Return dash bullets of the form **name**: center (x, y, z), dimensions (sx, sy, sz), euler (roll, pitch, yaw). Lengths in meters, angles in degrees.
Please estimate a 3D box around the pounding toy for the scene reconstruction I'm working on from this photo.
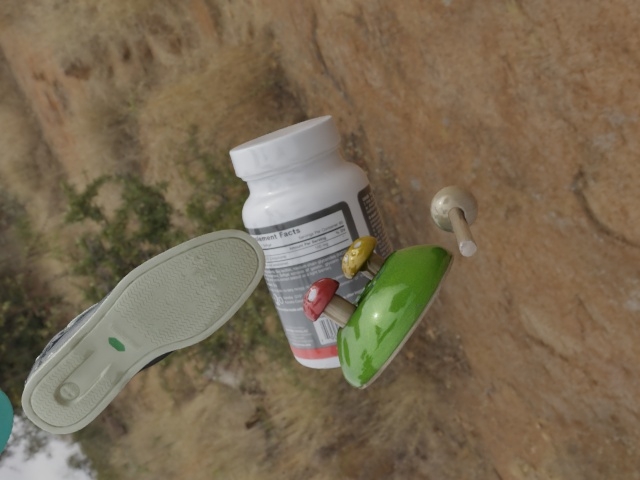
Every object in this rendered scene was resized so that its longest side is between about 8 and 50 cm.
- **pounding toy**: center (0.064, 0.038, 0.950), dimensions (0.110, 0.237, 0.183), euler (34, -157, 0)

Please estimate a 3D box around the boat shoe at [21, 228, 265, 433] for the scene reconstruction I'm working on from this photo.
- **boat shoe**: center (-0.150, 0.064, 0.742), dimensions (0.084, 0.233, 0.079), euler (52, -179, -16)

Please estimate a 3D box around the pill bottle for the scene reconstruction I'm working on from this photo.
- **pill bottle**: center (0.000, 0.000, 1.393), dimensions (0.210, 0.210, 0.363), euler (10, 121, 68)

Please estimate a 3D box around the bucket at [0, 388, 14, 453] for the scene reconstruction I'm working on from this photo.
- **bucket**: center (-0.718, 0.321, 1.614), dimensions (0.183, 0.281, 0.281), euler (28, 143, 34)
